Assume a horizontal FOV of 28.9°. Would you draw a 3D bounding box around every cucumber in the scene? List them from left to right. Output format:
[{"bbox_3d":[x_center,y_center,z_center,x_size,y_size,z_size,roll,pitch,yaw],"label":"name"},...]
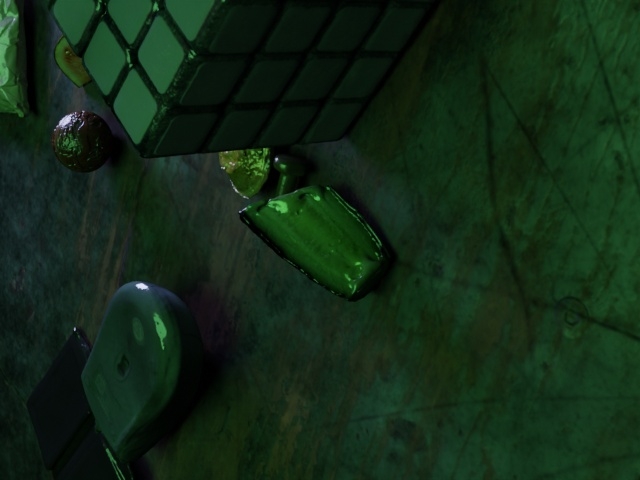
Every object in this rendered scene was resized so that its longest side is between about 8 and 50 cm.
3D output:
[{"bbox_3d":[0.000,0.000,1.630,0.193,0.115,0.086,40,164,25],"label":"cucumber"}]

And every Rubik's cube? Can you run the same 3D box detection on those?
[{"bbox_3d":[-0.099,-0.336,1.496,0.337,0.344,0.344,57,132,25],"label":"Rubik's cube"}]

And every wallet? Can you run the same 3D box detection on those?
[{"bbox_3d":[-0.409,0.346,2.128,0.247,0.041,0.323,-50,58,37],"label":"wallet"}]

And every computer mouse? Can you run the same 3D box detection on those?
[{"bbox_3d":[-0.266,0.198,1.907,0.188,0.122,0.371,61,139,24],"label":"computer mouse"}]

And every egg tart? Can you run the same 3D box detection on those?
[{"bbox_3d":[-0.107,-0.121,1.730,0.129,0.049,0.129,-13,75,58],"label":"egg tart"}]

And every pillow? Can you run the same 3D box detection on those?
[{"bbox_3d":[-0.612,-0.363,2.210,0.281,0.076,0.274,10,105,45],"label":"pillow"}]

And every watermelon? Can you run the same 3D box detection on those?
[{"bbox_3d":[-0.372,-0.323,1.996,0.163,0.087,0.069,-29,38,42],"label":"watermelon"}]

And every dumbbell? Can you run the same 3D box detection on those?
[{"bbox_3d":[-0.050,-0.060,1.696,0.046,0.052,0.118,-115,37,-62],"label":"dumbbell"}]

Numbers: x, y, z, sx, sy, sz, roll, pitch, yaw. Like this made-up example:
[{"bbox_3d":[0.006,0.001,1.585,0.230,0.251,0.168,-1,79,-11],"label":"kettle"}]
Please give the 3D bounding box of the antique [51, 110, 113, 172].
[{"bbox_3d":[-0.378,-0.158,1.983,0.104,0.104,0.104,8,102,45],"label":"antique"}]
